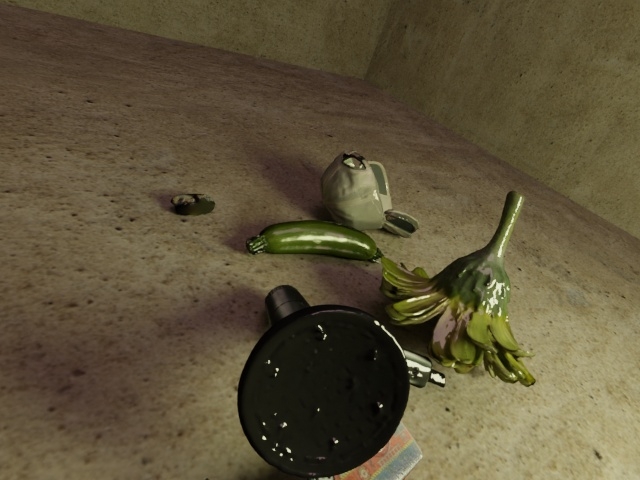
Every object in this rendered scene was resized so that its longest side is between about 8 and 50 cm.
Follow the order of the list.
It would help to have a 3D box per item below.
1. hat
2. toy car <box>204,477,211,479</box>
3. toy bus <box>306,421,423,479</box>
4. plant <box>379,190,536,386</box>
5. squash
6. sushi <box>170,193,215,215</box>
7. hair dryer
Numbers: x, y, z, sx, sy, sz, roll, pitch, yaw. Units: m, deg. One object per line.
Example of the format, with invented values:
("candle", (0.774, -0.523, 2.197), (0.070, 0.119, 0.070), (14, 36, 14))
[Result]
("hat", (0.114, -0.091, 0.978), (0.275, 0.161, 0.232), (28, 33, -40))
("toy car", (-0.079, 0.281, 0.346), (0.185, 0.058, 0.093), (11, 31, 19))
("toy bus", (0.034, 0.265, 0.441), (0.192, 0.065, 0.077), (-14, 53, -45))
("plant", (0.265, 0.098, 0.699), (0.297, 0.261, 0.305), (-44, 39, -13))
("squash", (-0.001, -0.002, 0.824), (0.318, 0.071, 0.080), (5, 36, -27))
("sushi", (-0.257, -0.080, 0.808), (0.083, 0.044, 0.046), (-7, 42, -42))
("hair dryer", (0.060, 0.131, 0.503), (0.283, 0.156, 0.320), (9, 5, -4))
